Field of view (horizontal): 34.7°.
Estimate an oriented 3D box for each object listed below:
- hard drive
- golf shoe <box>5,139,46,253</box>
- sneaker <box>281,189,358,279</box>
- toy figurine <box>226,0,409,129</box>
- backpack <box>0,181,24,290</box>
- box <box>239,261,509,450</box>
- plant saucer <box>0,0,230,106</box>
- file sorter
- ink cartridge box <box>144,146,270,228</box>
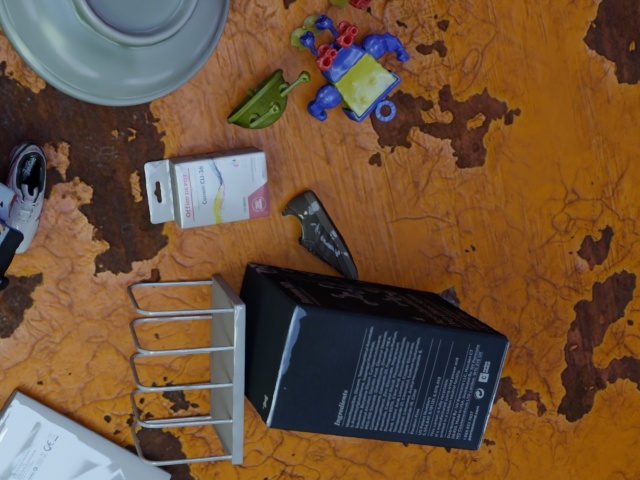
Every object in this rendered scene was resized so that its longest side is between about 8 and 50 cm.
[{"bbox_3d":[-0.446,0.424,1.770,0.318,0.040,0.210,35,80,-23],"label":"hard drive"},{"bbox_3d":[-0.478,-0.065,1.633,0.067,0.086,0.186,5,102,-22],"label":"golf shoe"},{"bbox_3d":[0.000,0.000,1.841,0.071,0.066,0.188,-29,106,7],"label":"sneaker"},{"bbox_3d":[0.045,-0.257,1.726,0.362,0.191,0.217,-47,118,-3],"label":"toy figurine"},{"bbox_3d":[-0.594,-0.026,1.509,0.263,0.276,0.213,23,68,-31],"label":"backpack"},{"bbox_3d":[0.069,0.197,1.779,0.395,0.293,0.212,10,99,-22],"label":"box"},{"bbox_3d":[-0.296,-0.405,1.557,0.400,0.100,0.401,-5,100,-33],"label":"plant saucer"},{"bbox_3d":[-0.232,0.219,1.734,0.173,0.193,0.278,-2,104,-17],"label":"file sorter"},{"bbox_3d":[-0.192,-0.088,1.739,0.198,0.067,0.115,-10,106,-17],"label":"ink cartridge box"}]
